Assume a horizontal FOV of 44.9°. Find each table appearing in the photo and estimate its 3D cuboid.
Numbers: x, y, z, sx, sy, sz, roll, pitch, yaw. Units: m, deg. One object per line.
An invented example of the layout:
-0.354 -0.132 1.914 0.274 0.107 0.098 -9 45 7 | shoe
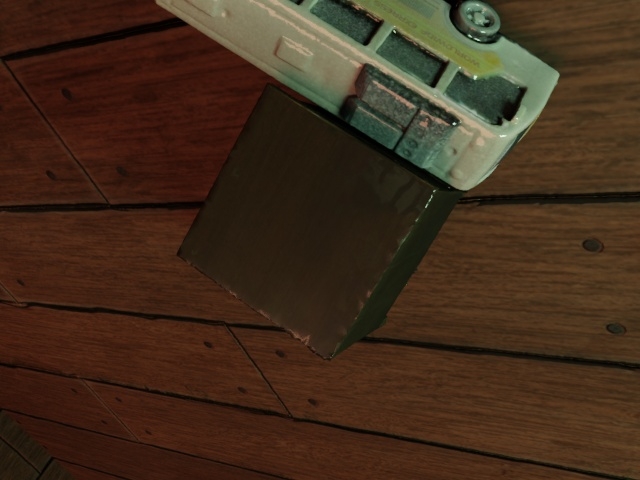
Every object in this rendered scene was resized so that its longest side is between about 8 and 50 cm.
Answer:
0.010 -0.021 0.715 0.172 0.193 0.169 34 104 14 | table

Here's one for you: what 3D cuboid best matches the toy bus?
0.030 -0.178 0.661 0.342 0.138 0.097 33 143 1 | toy bus
